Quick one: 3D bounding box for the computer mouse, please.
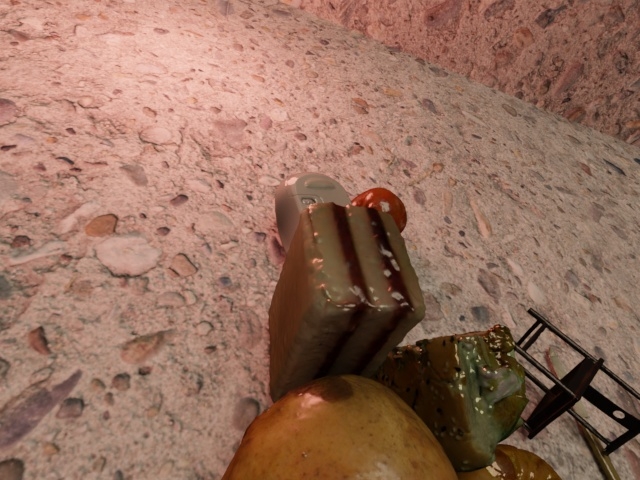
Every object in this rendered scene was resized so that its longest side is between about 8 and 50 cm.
[{"bbox_3d":[0.000,0.000,0.844,0.184,0.121,0.297,-6,66,-41],"label":"computer mouse"}]

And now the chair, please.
[{"bbox_3d":[0.429,0.274,0.747,0.141,0.154,0.260,-23,54,-38],"label":"chair"}]

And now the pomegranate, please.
[{"bbox_3d":[0.021,0.288,0.464,0.281,0.281,0.281,13,44,-13],"label":"pomegranate"}]

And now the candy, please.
[{"bbox_3d":[0.008,0.107,0.599,0.135,0.320,0.179,7,49,-16],"label":"candy"}]

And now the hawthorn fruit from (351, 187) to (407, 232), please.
[{"bbox_3d":[0.136,-0.054,0.954,0.138,0.133,0.133,-13,55,-47],"label":"hawthorn fruit"}]

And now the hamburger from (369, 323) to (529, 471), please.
[{"bbox_3d":[0.189,0.231,0.627,0.168,0.288,0.192,5,66,-23],"label":"hamburger"}]

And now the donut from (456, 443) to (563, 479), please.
[{"bbox_3d":[0.270,0.403,0.582,0.227,0.114,0.226,13,45,-13],"label":"donut"}]

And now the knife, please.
[{"bbox_3d":[0.520,0.343,0.831,0.047,0.017,0.298,12,43,-23],"label":"knife"}]
